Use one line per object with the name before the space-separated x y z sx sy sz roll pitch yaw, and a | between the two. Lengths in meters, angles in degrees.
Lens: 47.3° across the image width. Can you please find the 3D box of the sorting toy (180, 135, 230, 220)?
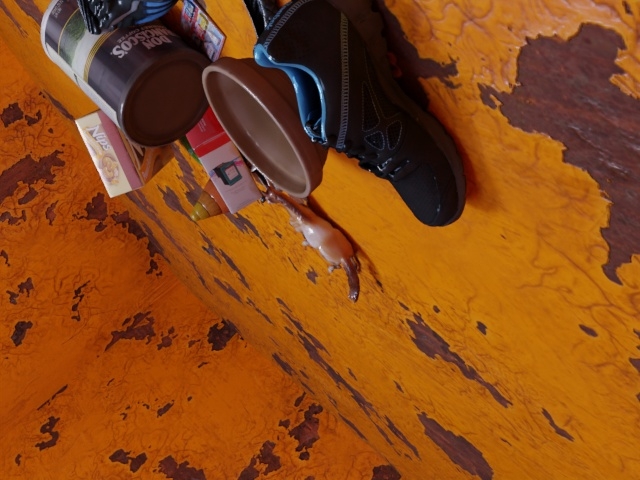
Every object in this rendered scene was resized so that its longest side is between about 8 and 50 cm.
sorting toy | -0.318 -0.178 1.746 0.127 0.126 0.366 30 156 47

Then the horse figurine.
horse figurine | 0.000 0.000 1.441 0.263 0.066 0.174 46 169 17

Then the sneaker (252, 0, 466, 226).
sneaker | 0.050 -0.136 0.875 0.341 0.139 0.125 54 161 -20

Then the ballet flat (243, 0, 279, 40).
ballet flat | -0.092 -0.322 0.979 0.057 0.049 0.173 20 147 56

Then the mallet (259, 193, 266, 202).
mallet | -0.192 -0.158 1.638 0.189 0.039 0.062 41 160 8

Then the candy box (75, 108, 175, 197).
candy box | -0.441 -0.233 1.693 0.316 0.087 0.183 -82 -28 -71

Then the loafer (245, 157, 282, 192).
loafer | -0.120 -0.141 1.471 0.125 0.039 0.045 47 164 5

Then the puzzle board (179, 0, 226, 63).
puzzle board | -0.205 -0.359 1.253 0.096 0.011 0.128 50 164 -4

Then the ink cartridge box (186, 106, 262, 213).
ink cartridge box | -0.211 -0.184 1.485 0.134 0.078 0.231 57 175 48

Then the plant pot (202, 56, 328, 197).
plant pot | -0.059 -0.188 1.089 0.237 0.109 0.237 44 165 15

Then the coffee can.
coffee can | -0.357 -0.331 1.354 0.275 0.201 0.202 43 163 24

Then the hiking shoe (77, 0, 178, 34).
hiking shoe | -0.255 -0.410 1.116 0.304 0.132 0.113 -6 107 45
